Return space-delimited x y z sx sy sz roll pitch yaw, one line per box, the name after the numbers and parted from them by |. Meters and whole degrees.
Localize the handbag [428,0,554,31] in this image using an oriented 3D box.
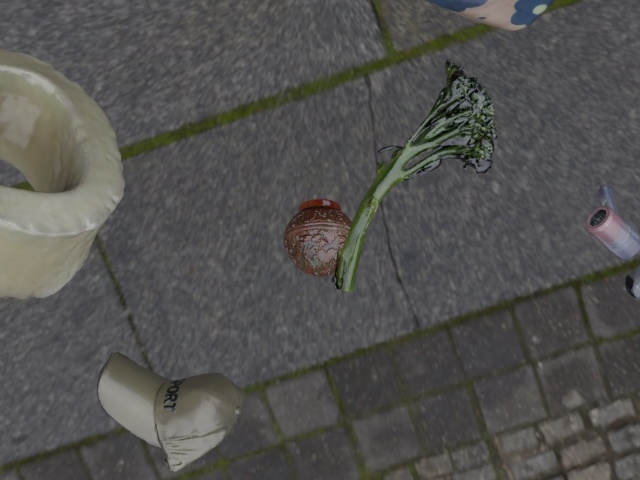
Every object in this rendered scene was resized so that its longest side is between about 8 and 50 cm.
0.138 -0.310 0.925 0.193 0.190 0.251 8 138 -39 | handbag

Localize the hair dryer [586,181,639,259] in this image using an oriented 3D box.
0.332 -0.035 1.326 0.037 0.114 0.063 -37 121 27 | hair dryer

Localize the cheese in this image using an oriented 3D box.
-0.404 -0.085 1.303 0.332 0.292 0.153 4 138 -32 | cheese

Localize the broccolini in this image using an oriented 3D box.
0.104 -0.053 1.229 0.123 0.062 0.271 34 90 -29 | broccolini

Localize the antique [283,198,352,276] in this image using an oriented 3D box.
0.000 0.000 1.527 0.104 0.104 0.104 0 105 0 | antique

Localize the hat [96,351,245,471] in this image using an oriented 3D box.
-0.187 0.190 1.420 0.175 0.147 0.085 34 123 -13 | hat

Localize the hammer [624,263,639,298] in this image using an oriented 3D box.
0.535 -0.067 1.380 0.044 0.152 0.427 37 123 -17 | hammer
